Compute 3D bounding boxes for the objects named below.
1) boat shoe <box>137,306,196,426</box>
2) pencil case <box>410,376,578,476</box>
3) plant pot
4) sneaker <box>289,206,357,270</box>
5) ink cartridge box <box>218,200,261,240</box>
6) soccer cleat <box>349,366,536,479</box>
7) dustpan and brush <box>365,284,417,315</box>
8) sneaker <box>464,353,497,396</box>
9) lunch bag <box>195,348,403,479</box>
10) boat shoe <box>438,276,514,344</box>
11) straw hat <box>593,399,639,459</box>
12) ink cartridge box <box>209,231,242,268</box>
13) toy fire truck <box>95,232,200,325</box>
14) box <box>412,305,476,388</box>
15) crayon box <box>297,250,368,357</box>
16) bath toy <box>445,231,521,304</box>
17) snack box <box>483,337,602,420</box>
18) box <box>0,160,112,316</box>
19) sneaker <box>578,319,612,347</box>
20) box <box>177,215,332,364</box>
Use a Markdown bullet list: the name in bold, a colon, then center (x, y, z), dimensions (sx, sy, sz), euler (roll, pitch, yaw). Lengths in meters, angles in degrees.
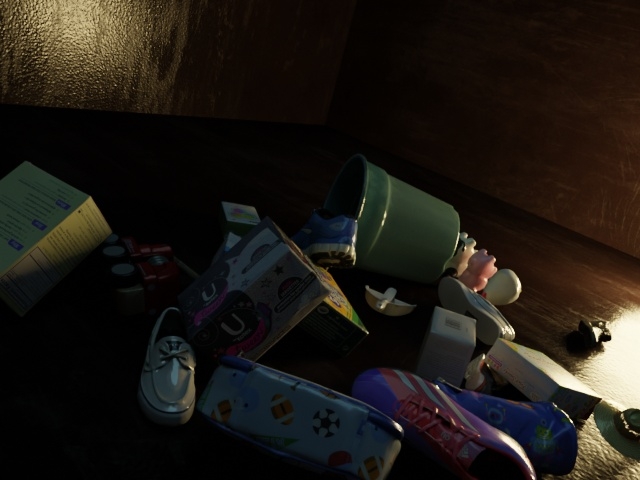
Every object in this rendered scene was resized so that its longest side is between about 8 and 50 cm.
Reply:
- **boat shoe**: center (-0.262, 0.211, 1.012), dimensions (0.096, 0.088, 0.267), euler (10, 21, -14)
- **pencil case**: center (0.306, 0.335, 1.040), dimensions (0.305, 0.133, 0.119), euler (13, -7, -8)
- **plant pot**: center (0.201, -0.039, 1.691), dimensions (0.334, 0.341, 0.341), euler (18, 19, -16)
- **sneaker**: center (0.000, 0.000, 1.520), dimensions (0.129, 0.147, 0.330), euler (28, -21, -28)
- **ink cartridge box**: center (-0.240, -0.046, 1.727), dimensions (0.108, 0.062, 0.209), euler (9, 22, -20)
- **soccer cleat**: center (0.193, 0.300, 0.902), dimensions (0.318, 0.109, 0.116), euler (31, 0, 3)
- **dustpan and brush**: center (0.170, 0.159, 1.492), dimensions (0.147, 0.060, 0.211), euler (21, 21, 14)
- **sneaker**: center (0.357, 0.309, 1.273), dimensions (0.065, 0.061, 0.158), euler (44, 25, 1)
- **lunch bag**: center (-0.034, 0.273, 0.863), dimensions (0.303, 0.115, 0.243), euler (21, -19, 11)
- **boat shoe**: center (0.419, 0.193, 1.564), dimensions (0.084, 0.095, 0.258), euler (6, 33, -34)
- **straw hat**: center (0.648, 0.380, 1.196), dimensions (0.144, 0.061, 0.145), euler (17, 41, -15)
- **ink cartridge box**: center (-0.213, 0.053, 1.418), dimensions (0.089, 0.092, 0.143), euler (31, 17, -14)
- **toy fire truck**: center (-0.344, 0.080, 1.249), dimensions (0.246, 0.159, 0.217), euler (-10, 30, -29)
- **box**: center (0.247, 0.244, 1.170), dimensions (0.091, 0.171, 0.130), euler (18, 21, 10)
- **crayon box**: center (-0.034, 0.105, 1.332), dimensions (0.203, 0.083, 0.323), euler (40, 7, -30)
- **bath toy**: center (0.467, 0.094, 1.786), dimensions (0.129, 0.151, 0.348), euler (-31, 38, -9)
- **snack box**: center (0.486, 0.303, 1.260), dimensions (0.207, 0.070, 0.174), euler (24, 11, -38)
- **box**: center (-0.590, -0.010, 1.144), dimensions (0.213, 0.117, 0.243), euler (25, 58, 25)
- **sneaker**: center (0.807, 0.271, 1.669), dimensions (0.089, 0.051, 0.170), euler (13, 17, 8)
- **box**: center (-0.132, 0.104, 1.099), dimensions (0.142, 0.247, 0.163), euler (46, 2, -32)
